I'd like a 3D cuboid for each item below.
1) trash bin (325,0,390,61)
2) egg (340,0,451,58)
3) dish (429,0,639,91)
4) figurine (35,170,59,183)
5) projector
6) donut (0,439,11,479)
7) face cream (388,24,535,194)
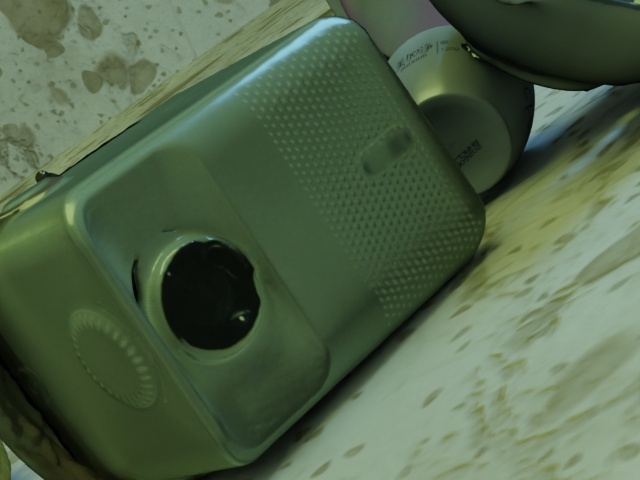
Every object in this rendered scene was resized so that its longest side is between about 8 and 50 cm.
[{"bbox_3d":[0.053,-0.362,1.570,0.296,0.368,0.256,-35,10,7],"label":"trash bin"},{"bbox_3d":[0.101,-0.225,1.326,0.196,0.196,0.271,-25,25,47],"label":"egg"},{"bbox_3d":[0.128,-0.133,0.968,0.228,0.236,0.086,-61,-10,-57],"label":"dish"},{"bbox_3d":[-0.161,-0.014,1.482,0.137,0.112,0.229,-11,8,-23],"label":"figurine"},{"bbox_3d":[-0.064,0.017,0.897,0.242,0.163,0.177,-38,9,-33],"label":"projector"},{"bbox_3d":[-0.266,0.172,1.135,0.178,0.065,0.162,-26,20,41],"label":"donut"},{"bbox_3d":[0.076,-0.071,1.015,0.091,0.091,0.095,-33,19,19],"label":"face cream"}]
